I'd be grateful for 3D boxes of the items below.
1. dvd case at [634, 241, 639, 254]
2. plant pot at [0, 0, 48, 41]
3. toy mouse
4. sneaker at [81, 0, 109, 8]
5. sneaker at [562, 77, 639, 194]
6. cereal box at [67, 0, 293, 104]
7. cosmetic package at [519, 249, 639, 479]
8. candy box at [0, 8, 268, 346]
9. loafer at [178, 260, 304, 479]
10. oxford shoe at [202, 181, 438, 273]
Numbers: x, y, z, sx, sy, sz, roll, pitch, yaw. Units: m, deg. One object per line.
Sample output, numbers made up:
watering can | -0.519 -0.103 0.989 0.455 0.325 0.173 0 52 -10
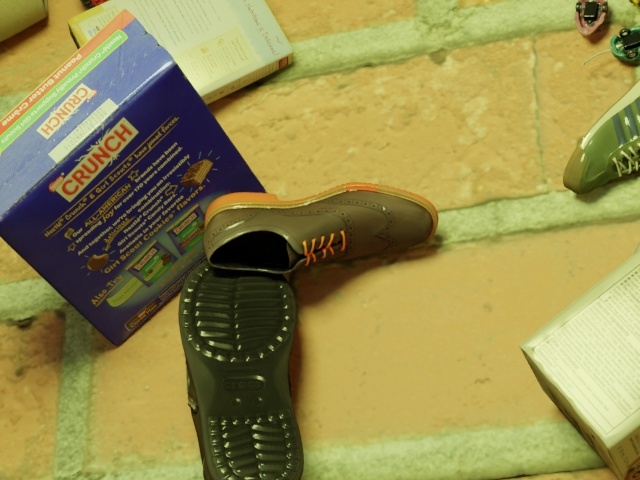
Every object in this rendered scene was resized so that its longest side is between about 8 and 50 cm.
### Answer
dvd case | 0.426 0.034 1.645 0.179 0.029 0.238 20 72 27
plant pot | -0.518 -0.345 2.085 0.274 0.256 0.256 -10 58 -5
toy mouse | 0.353 -0.253 1.826 0.161 0.031 0.143 27 74 30
sneaker | -0.295 -0.447 2.080 0.125 0.104 0.261 36 122 49
sneaker | 0.364 -0.116 1.726 0.086 0.064 0.192 34 75 36
cereal box | -0.177 -0.253 1.950 0.240 0.047 0.173 -26 76 -11
cosmetic package | 0.369 0.088 1.543 0.296 0.129 0.153 -37 57 -1
candy box | -0.230 -0.062 1.759 0.268 0.317 0.122 -42 57 -6
loafer | -0.097 0.168 1.697 0.134 0.130 0.366 4 43 -8
oxford shoe | 0.000 0.000 1.749 0.271 0.097 0.098 -5 33 6
